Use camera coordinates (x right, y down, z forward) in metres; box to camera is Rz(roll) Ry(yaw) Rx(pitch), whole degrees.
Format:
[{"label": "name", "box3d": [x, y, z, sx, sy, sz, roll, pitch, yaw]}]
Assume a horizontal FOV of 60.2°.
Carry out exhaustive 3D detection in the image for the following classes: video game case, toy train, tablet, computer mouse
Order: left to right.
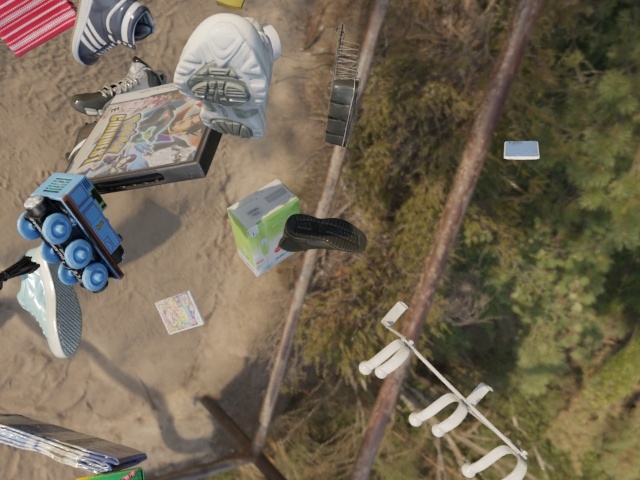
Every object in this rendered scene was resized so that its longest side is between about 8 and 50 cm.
[{"label": "computer mouse", "box3d": [-0.792, 0.101, 1.328, 0.184, 0.262, 0.060, -36, 96, -48]}, {"label": "toy train", "box3d": [-0.346, -0.007, 0.794, 0.105, 0.080, 0.184, -60, 145, -35]}, {"label": "video game case", "box3d": [-0.277, -0.183, 0.923, 0.274, 0.249, 0.035, -82, 160, -44]}, {"label": "video game case", "box3d": [-0.338, 0.174, 1.327, 0.011, 0.122, 0.087, -31, 99, -59]}, {"label": "tablet", "box3d": [0.334, -0.151, 0.918, 0.083, 0.054, 0.006, -57, 146, -57]}]

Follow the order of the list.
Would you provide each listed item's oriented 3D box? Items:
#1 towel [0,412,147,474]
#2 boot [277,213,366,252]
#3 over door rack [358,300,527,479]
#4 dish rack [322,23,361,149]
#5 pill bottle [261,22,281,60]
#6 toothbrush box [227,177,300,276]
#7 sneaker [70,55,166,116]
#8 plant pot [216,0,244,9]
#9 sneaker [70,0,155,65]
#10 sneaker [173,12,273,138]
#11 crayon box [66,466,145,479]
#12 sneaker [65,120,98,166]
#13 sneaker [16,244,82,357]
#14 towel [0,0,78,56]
[{"label": "towel", "box3d": [-0.473, 0.364, 0.995, 0.209, 0.285, 0.034, 100, 5, -73]}, {"label": "boot", "box3d": [0.000, 0.000, 1.340, 0.198, 0.137, 0.076, 18, 63, -10]}, {"label": "over door rack", "box3d": [0.181, 0.239, 0.877, 0.108, 0.239, 0.324, -45, 178, 8]}, {"label": "dish rack", "box3d": [0.055, -0.390, 1.375, 0.208, 0.074, 0.271, 102, -5, -56]}, {"label": "pill bottle", "box3d": [-0.292, -0.669, 1.959, 0.283, 0.160, 0.160, -28, 124, -28]}, {"label": "toothbrush box", "box3d": [-0.180, -0.039, 1.869, 0.206, 0.122, 0.283, -33, 152, -21]}, {"label": "sneaker", "box3d": [-0.456, -0.361, 1.266, 0.229, 0.086, 0.132, -17, 139, -44]}, {"label": "plant pot", "box3d": [-0.294, -0.813, 1.840, 0.083, 0.081, 0.081, 23, 99, -11]}, {"label": "sneaker", "box3d": [-0.491, -0.481, 1.305, 0.153, 0.282, 0.099, 34, 54, -11]}, {"label": "sneaker", "box3d": [-0.090, -0.188, 0.569, 0.091, 0.232, 0.115, 11, 84, -7]}, {"label": "crayon box", "box3d": [-0.431, 0.449, 0.886, 0.279, 0.081, 0.165, -2, 147, -24]}, {"label": "sneaker", "box3d": [-0.449, -0.232, 1.209, 0.276, 0.135, 0.097, -47, 155, -5]}, {"label": "sneaker", "box3d": [-0.858, 0.198, 1.727, 0.135, 0.150, 0.365, 31, 42, -74]}, {"label": "towel", "box3d": [-0.730, -0.597, 1.312, 0.199, 0.031, 0.274, -31, 138, -3]}]
